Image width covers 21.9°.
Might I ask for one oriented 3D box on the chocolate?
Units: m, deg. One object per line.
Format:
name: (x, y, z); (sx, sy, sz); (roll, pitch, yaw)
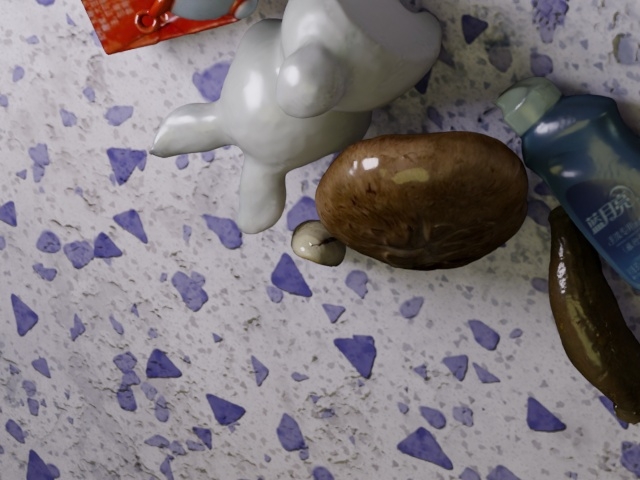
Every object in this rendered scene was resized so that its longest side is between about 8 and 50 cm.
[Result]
chocolate: (-0.206, -0.371, 2.056); (0.235, 0.108, 0.237); (-10, 110, 37)

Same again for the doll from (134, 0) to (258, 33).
doll: (-0.103, -0.371, 1.902); (0.200, 0.105, 0.336); (41, 98, -8)

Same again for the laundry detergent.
laundry detergent: (0.322, -0.079, 1.906); (0.290, 0.094, 0.143); (44, 135, 1)

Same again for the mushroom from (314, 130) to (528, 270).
mushroom: (0.129, -0.046, 1.977); (0.278, 0.146, 0.278); (3, 154, 2)

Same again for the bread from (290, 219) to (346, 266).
bread: (0.000, 0.001, 2.116); (0.073, 0.214, 0.053); (25, 92, -2)

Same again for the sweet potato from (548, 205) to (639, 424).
sweet potato: (0.333, 0.096, 2.013); (0.085, 0.112, 0.286); (-23, 98, 36)

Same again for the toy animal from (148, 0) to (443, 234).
toy animal: (-0.036, -0.169, 1.980); (0.196, 0.241, 0.367); (46, 133, -3)
